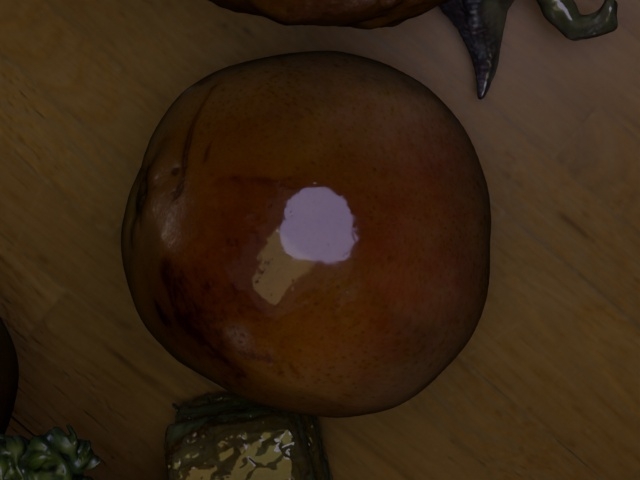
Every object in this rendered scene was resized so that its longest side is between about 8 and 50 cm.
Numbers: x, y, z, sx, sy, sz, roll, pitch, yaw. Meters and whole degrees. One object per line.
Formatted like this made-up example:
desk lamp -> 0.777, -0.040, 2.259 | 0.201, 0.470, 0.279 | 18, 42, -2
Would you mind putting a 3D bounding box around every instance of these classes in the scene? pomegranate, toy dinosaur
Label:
pomegranate -> 0.000, 0.000, 1.310 | 0.319, 0.319, 0.319 | 0, 98, 3
toy dinosaur -> 0.160, -0.274, 1.358 | 0.162, 0.077, 0.294 | -7, 84, 16

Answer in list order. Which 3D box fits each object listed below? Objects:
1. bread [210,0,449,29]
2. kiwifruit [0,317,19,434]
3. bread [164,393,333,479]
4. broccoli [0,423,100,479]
bread -> -0.028, -0.270, 1.252 | 0.312, 0.312, 0.172 | 12, 114, 2
kiwifruit -> -0.361, 0.138, 1.386 | 0.196, 0.196, 0.234 | 30, 91, -1
bread -> -0.056, 0.234, 1.428 | 0.138, 0.102, 0.196 | -11, 96, 2
broccoli -> -0.196, 0.299, 1.341 | 0.246, 0.288, 0.247 | -3, 64, 26
